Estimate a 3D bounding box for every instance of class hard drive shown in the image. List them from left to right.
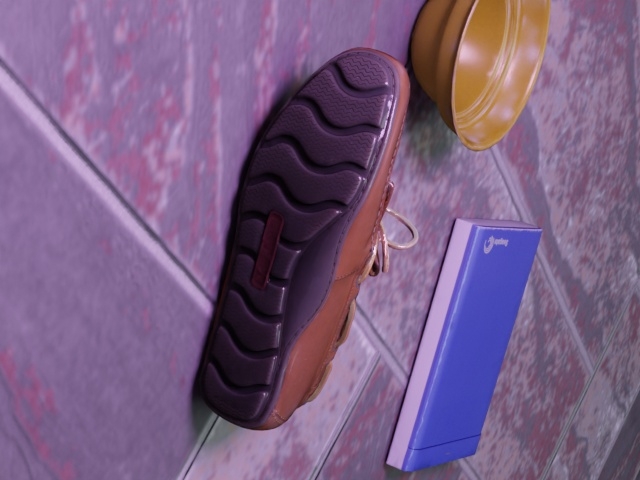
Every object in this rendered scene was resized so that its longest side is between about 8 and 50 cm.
[{"bbox_3d":[0.187,0.130,1.969,0.210,0.040,0.319,1,107,-60],"label":"hard drive"}]

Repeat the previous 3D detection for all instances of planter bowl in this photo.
[{"bbox_3d":[0.159,-0.212,1.654,0.217,0.090,0.217,-37,137,-45],"label":"planter bowl"}]

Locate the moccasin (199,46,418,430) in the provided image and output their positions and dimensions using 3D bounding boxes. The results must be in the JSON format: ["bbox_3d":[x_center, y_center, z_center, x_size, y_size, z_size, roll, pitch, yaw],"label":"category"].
[{"bbox_3d":[0.003,0.001,1.466,0.147,0.139,0.380,-10,116,-59],"label":"moccasin"}]
